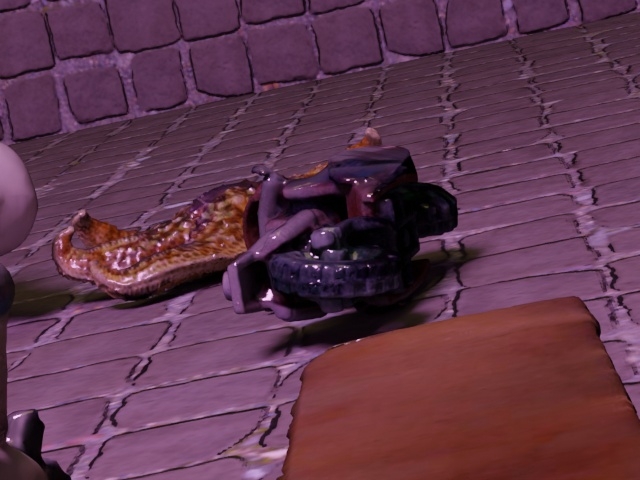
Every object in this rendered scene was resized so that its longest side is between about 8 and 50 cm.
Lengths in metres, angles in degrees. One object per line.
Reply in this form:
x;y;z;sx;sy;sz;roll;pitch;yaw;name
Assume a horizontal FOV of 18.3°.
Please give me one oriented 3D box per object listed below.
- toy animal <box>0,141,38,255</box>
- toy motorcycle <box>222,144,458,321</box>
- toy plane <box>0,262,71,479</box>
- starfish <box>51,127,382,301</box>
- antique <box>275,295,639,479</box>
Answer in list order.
-0.327;0.002;1.150;0.241;0.196;0.367;-8;8;19;toy animal
0.000;-0.001;1.065;0.122;0.082;0.213;-9;9;16;toy motorcycle
-0.099;0.123;0.295;0.088;0.192;0.262;12;45;26;toy plane
-0.051;-0.013;1.288;0.238;0.071;0.216;-32;24;-35;starfish
0.041;0.090;0.436;0.087;0.093;0.310;-12;9;3;antique
